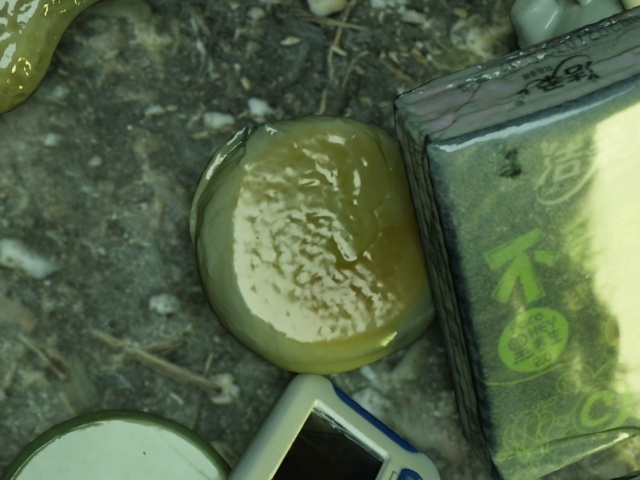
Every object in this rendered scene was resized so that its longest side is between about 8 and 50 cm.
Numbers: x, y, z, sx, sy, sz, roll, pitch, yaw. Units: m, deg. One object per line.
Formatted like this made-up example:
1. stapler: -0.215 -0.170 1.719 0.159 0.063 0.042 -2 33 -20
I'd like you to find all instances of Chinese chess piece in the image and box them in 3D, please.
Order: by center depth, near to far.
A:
1. Chinese chess piece: -0.185 0.280 1.550 0.250 0.101 0.250 1 82 -7

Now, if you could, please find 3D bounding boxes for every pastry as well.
1. pastry: 0.001 0.002 1.597 0.264 0.133 0.265 1 82 -8

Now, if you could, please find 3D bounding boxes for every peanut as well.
1. peanut: -0.281 -0.239 1.589 0.159 0.143 0.291 42 82 -1

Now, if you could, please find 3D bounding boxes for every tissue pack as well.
1. tissue pack: 0.241 0.008 1.528 0.288 0.124 0.394 -22 125 -11

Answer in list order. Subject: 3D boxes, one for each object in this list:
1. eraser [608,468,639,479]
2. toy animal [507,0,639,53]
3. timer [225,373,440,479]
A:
1. eraser: 0.233 0.273 1.615 0.212 0.092 0.046 -20 85 -11
2. toy animal: 0.344 -0.227 1.616 0.310 0.183 0.247 -41 104 10
3. timer: 0.003 0.238 1.525 0.178 0.253 0.078 38 119 0
